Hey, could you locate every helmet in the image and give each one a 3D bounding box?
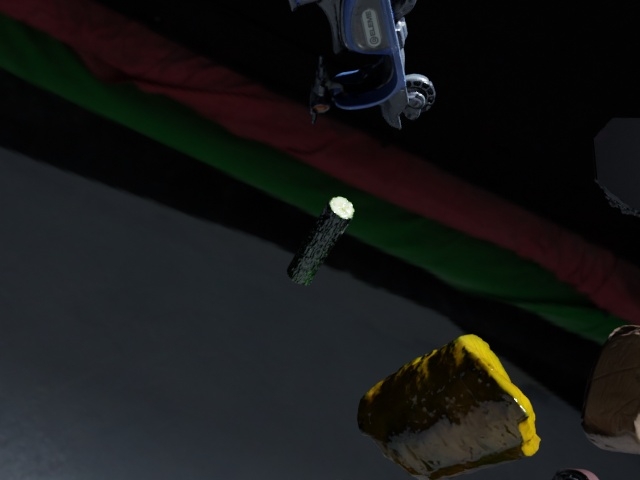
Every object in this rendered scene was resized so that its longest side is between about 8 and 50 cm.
[{"bbox_3d":[0.416,0.426,1.526,0.070,0.123,0.098,4,27,-37],"label":"helmet"}]

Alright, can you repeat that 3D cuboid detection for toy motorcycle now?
[{"bbox_3d":[0.056,-0.314,1.481,0.212,0.125,0.358,-14,-49,6],"label":"toy motorcycle"}]

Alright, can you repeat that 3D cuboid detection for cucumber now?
[{"bbox_3d":[-0.001,-0.001,1.719,0.058,0.058,0.187,25,-56,-11],"label":"cucumber"}]

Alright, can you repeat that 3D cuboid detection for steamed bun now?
[{"bbox_3d":[0.748,0.351,2.136,0.199,0.301,0.251,29,-18,-13],"label":"steamed bun"}]

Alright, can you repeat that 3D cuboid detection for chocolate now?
[{"bbox_3d":[0.649,-0.117,1.900,0.224,0.206,0.177,0,-20,3],"label":"chocolate"}]

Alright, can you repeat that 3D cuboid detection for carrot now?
[{"bbox_3d":[0.263,0.308,1.737,0.340,0.241,0.241,-29,-49,33],"label":"carrot"}]
